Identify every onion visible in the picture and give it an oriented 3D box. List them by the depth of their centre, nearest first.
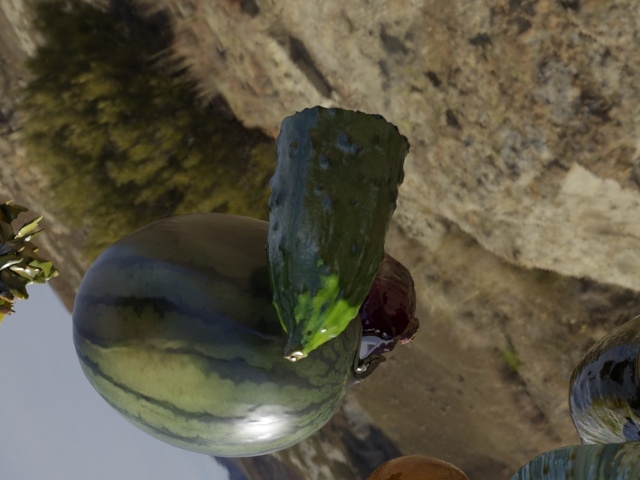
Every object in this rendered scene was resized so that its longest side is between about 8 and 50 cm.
[{"bbox_3d":[0.074,0.111,1.212,0.198,0.173,0.135,33,-144,-25],"label":"onion"}]

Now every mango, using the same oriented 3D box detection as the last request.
[{"bbox_3d":[0.138,0.348,1.156,0.141,0.217,0.102,5,92,41],"label":"mango"}]

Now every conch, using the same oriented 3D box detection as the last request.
[{"bbox_3d":[0.293,0.291,0.877,0.131,0.172,0.200,-105,24,-44],"label":"conch"}]

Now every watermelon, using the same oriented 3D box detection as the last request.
[{"bbox_3d":[-0.107,0.110,1.000,0.359,0.279,0.279,16,154,14],"label":"watermelon"}]

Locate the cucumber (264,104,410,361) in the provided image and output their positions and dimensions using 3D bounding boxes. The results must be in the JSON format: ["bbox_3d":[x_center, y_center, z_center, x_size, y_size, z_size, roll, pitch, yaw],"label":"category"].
[{"bbox_3d":[0.003,0.000,0.803,0.134,0.134,0.245,80,-160,-62],"label":"cucumber"}]

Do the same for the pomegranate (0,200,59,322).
[{"bbox_3d":[-0.360,0.022,0.753,0.210,0.235,0.210,2,-90,-86],"label":"pomegranate"}]

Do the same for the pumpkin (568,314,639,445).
[{"bbox_3d":[0.446,0.262,1.153,0.325,0.242,0.232,56,149,-3],"label":"pumpkin"}]
